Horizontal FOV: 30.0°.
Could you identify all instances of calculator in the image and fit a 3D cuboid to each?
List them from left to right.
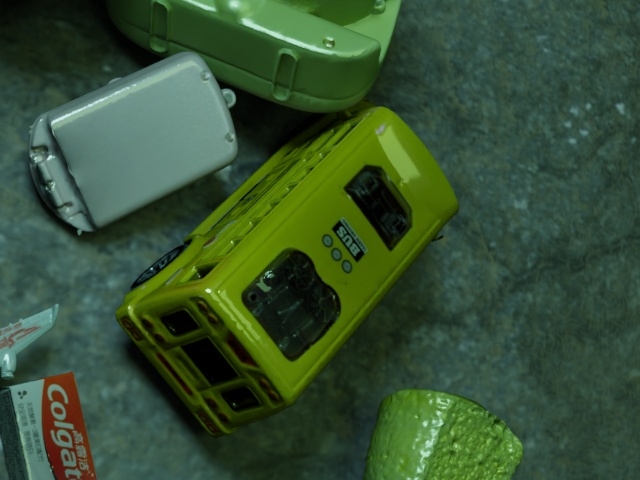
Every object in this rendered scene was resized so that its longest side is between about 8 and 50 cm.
[{"bbox_3d":[-0.140,-0.078,0.925,0.175,0.032,0.100,-28,110,-21],"label":"calculator"}]

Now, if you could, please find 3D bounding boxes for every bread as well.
[{"bbox_3d":[0.094,0.189,1.000,0.129,0.111,0.114,36,61,-25],"label":"bread"}]

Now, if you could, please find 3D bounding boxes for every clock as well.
[{"bbox_3d":[-0.027,-0.265,1.012,0.235,0.096,0.308,21,58,3],"label":"clock"}]

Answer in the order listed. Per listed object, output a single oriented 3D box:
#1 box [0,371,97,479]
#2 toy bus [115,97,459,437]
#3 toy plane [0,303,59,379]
[{"bbox_3d":[-0.179,0.203,0.835,0.055,0.039,0.218,-7,80,-37],"label":"box"},{"bbox_3d":[0.000,0.000,0.965,0.145,0.151,0.331,52,51,-12],"label":"toy bus"},{"bbox_3d":[-0.258,0.070,0.803,0.162,0.065,0.171,13,70,-34],"label":"toy plane"}]
